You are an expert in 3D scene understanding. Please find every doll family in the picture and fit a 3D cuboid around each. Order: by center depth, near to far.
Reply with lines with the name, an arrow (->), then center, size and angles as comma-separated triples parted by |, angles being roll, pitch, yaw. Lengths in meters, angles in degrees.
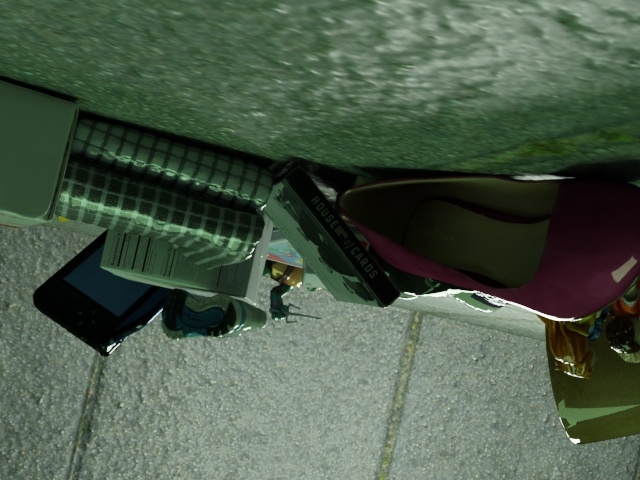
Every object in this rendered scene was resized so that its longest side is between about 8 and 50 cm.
doll family -> 0.279, 0.058, 1.050 | 0.118, 0.163, 0.263 | 10, 174, 21

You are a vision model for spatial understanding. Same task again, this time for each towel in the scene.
towel -> -0.196, -0.047, 1.229 | 0.235, 0.121, 0.283 | 14, 174, -13

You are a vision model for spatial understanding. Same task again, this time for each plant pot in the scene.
plant pot -> 0.437, 0.129, 1.294 | 0.254, 0.237, 0.237 | -9, 165, 27

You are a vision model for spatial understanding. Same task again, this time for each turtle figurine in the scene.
turtle figurine -> -0.059, 0.057, 1.867 | 0.234, 0.175, 0.118 | 24, -172, -25

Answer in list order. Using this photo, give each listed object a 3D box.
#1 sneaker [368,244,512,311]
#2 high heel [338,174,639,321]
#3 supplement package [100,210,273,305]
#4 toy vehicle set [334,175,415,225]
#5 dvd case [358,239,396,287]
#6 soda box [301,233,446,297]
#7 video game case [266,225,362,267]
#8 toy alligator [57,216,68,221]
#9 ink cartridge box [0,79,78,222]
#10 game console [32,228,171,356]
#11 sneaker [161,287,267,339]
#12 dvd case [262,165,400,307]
sneaker -> 0.192, 0.023, 1.343 | 0.283, 0.107, 0.124 | 11, 163, -40
high heel -> 0.142, -0.010, 0.930 | 0.181, 0.127, 0.377 | 20, 168, -13
supplement package -> -0.182, -0.003, 1.477 | 0.203, 0.149, 0.194 | 12, 173, 1
toy vehicle set -> 0.154, -0.018, 1.204 | 0.267, 0.035, 0.166 | 13, 174, -7
dvd case -> 0.014, 0.000, 1.292 | 0.164, 0.018, 0.221 | 51, 171, -4
soda box -> 0.083, 0.035, 1.505 | 0.216, 0.069, 0.074 | 4, 162, -3
video game case -> 0.019, 0.014, 1.657 | 0.204, 0.025, 0.285 | 15, 166, -32
toy alligator -> -0.504, -0.082, 1.896 | 0.051, 0.056, 0.189 | -38, 147, 23
ink cartridge box -> -0.401, -0.099, 1.108 | 0.226, 0.131, 0.306 | 15, 172, -22
game console -> -0.293, 0.032, 1.699 | 0.250, 0.293, 0.173 | 31, 142, 16
sneaker -> -0.146, 0.107, 1.414 | 0.083, 0.071, 0.190 | 11, 175, -41
dvd case -> 0.000, 0.000, 1.209 | 0.179, 0.029, 0.238 | 51, 171, -6
